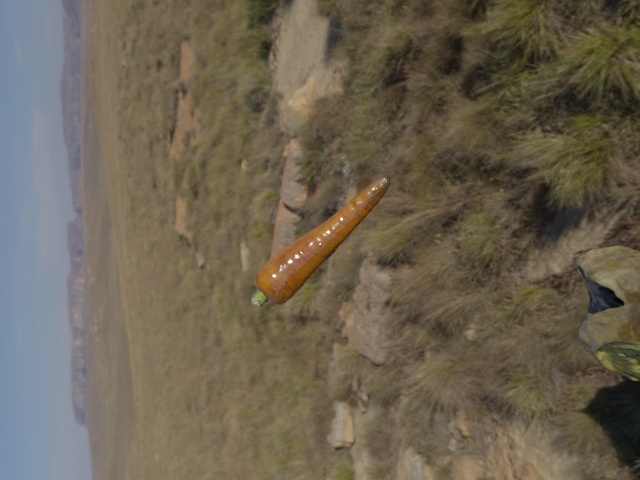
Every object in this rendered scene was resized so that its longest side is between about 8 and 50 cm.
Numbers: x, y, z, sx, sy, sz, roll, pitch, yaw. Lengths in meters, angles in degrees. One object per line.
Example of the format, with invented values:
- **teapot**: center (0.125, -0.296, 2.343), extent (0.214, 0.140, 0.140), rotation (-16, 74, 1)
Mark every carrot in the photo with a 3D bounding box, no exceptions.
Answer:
- **carrot**: center (0.000, 0.000, 0.774), extent (0.257, 0.061, 0.061), rotation (-44, 35, 3)

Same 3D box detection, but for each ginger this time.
- **ginger**: center (0.445, 0.069, 0.654), extent (0.276, 0.130, 0.221), rotation (19, 73, 30)
